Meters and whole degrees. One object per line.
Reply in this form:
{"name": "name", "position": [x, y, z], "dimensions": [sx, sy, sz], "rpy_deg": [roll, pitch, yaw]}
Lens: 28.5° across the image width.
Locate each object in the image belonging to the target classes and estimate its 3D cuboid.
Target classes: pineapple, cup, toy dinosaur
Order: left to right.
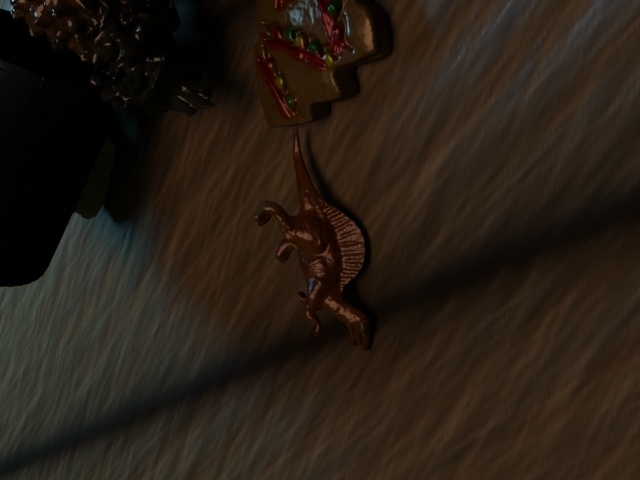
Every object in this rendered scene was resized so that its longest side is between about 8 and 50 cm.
{"name": "cup", "position": [-0.425, -0.131, 1.603], "dimensions": [0.308, 0.242, 0.292], "rpy_deg": [37, 111, 34]}
{"name": "pineapple", "position": [-0.237, -0.267, 1.446], "dimensions": [0.357, 0.223, 0.223], "rpy_deg": [58, 140, 11]}
{"name": "toy dinosaur", "position": [0.000, 0.002, 1.306], "dimensions": [0.142, 0.057, 0.212], "rpy_deg": [18, 115, 38]}

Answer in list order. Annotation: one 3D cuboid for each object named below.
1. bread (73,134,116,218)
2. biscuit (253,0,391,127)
{"name": "bread", "position": [-0.352, -0.135, 1.748], "dimensions": [0.178, 0.060, 0.139], "rpy_deg": [51, 135, 34]}
{"name": "biscuit", "position": [-0.017, -0.209, 1.286], "dimensions": [0.212, 0.041, 0.238], "rpy_deg": [52, 135, 30]}
